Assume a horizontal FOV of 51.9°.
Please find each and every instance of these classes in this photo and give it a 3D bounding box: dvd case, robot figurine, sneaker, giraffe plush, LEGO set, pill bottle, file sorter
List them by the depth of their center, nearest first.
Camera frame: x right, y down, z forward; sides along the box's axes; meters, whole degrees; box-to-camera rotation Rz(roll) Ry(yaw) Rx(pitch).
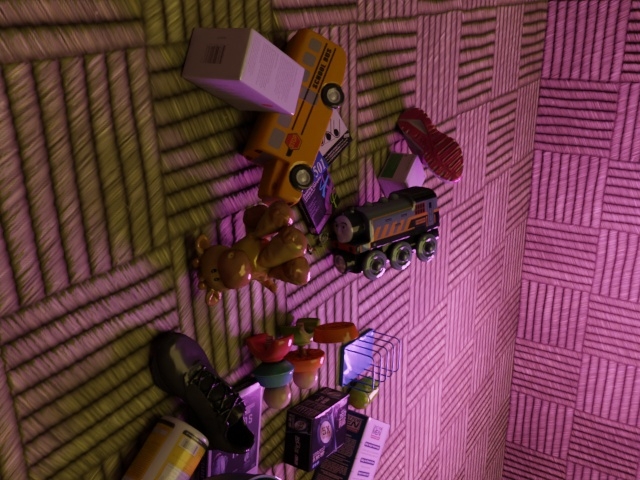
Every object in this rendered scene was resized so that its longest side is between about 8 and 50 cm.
[{"bbox_3d":[-0.286,0.413,1.166,0.184,0.103,0.103,-59,144,-28],"label":"pill bottle"},{"bbox_3d":[-0.203,0.283,1.213,0.109,0.130,0.286,-48,126,-35],"label":"sneaker"},{"bbox_3d":[-0.146,0.034,1.227,0.171,0.210,0.181,-19,81,-39],"label":"giraffe plush"},{"bbox_3d":[-0.191,0.429,1.403,0.179,0.030,0.238,-15,114,-57],"label":"dvd case"},{"bbox_3d":[0.000,0.003,1.571,0.083,0.024,0.054,-61,146,-26],"label":"LEGO set"},{"bbox_3d":[0.314,-0.251,1.822,0.103,0.252,0.111,-31,154,1],"label":"sneaker"},{"bbox_3d":[0.142,0.337,1.843,0.170,0.105,0.118,-20,116,-55],"label":"file sorter"},{"bbox_3d":[0.122,0.437,1.881,0.115,0.067,0.101,-35,159,-50],"label":"robot figurine"}]

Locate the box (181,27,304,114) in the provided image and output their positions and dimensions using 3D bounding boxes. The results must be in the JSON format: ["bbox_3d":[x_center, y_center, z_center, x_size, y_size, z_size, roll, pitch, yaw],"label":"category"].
[{"bbox_3d":[-0.131,-0.293,1.149,0.170,0.130,0.090,19,83,-60],"label":"box"}]

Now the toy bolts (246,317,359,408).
[{"bbox_3d":[-0.036,0.272,1.436,0.229,0.218,0.158,-11,96,-50],"label":"toy bolts"}]

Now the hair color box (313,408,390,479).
[{"bbox_3d":[0.068,0.654,1.831,0.174,0.105,0.347,42,65,-56],"label":"hair color box"}]

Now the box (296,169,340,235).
[{"bbox_3d":[-0.011,-0.106,1.511,0.116,0.029,0.162,-59,142,-29],"label":"box"}]

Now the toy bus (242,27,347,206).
[{"bbox_3d":[-0.051,-0.233,1.286,0.130,0.108,0.332,25,76,-21],"label":"toy bus"}]

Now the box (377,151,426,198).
[{"bbox_3d":[0.226,-0.173,1.818,0.101,0.087,0.102,-63,146,-24],"label":"box"}]

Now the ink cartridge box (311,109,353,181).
[{"bbox_3d":[-0.015,-0.200,1.427,0.207,0.046,0.097,-50,118,-38],"label":"ink cartridge box"}]

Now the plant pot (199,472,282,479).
[{"bbox_3d":[-0.203,0.565,1.215,0.293,0.196,0.292,-2,93,-58],"label":"plant pot"}]

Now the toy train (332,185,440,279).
[{"bbox_3d":[0.171,-0.023,1.685,0.334,0.142,0.190,-16,109,-32],"label":"toy train"}]

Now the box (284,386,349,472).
[{"bbox_3d":[-0.007,0.476,1.673,0.180,0.078,0.147,-14,112,-56],"label":"box"}]
